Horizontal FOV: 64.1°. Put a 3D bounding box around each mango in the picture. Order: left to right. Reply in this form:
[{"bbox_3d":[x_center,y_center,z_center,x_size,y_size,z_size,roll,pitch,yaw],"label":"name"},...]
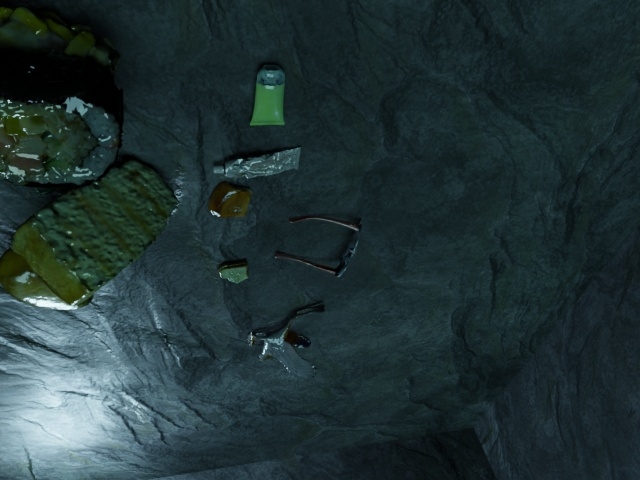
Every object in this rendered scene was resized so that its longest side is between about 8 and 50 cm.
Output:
[{"bbox_3d":[-0.823,0.117,1.542,0.177,0.175,0.329,17,158,8],"label":"mango"}]

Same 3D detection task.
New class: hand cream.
[{"bbox_3d":[-0.180,-0.220,1.474,0.257,0.050,0.084,-8,134,-14],"label":"hand cream"},{"bbox_3d":[-0.133,-0.372,1.331,0.095,0.045,0.175,-5,143,-15],"label":"hand cream"}]

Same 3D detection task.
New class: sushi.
[{"bbox_3d":[-0.593,-0.300,1.093,0.328,0.285,0.328,-4,150,-19],"label":"sushi"}]

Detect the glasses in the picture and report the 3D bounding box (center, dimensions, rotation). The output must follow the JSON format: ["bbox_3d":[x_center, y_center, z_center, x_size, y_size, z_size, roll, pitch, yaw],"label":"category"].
[{"bbox_3d":[0.000,0.000,1.772,0.269,0.118,0.234,19,131,-8],"label":"glasses"}]

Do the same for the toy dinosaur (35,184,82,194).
[{"bbox_3d":[-0.698,-0.161,1.363,0.132,0.059,0.096,-33,128,5],"label":"toy dinosaur"}]

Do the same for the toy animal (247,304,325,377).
[{"bbox_3d":[-0.144,0.385,2.066,0.302,0.225,0.284,3,116,-6],"label":"toy animal"}]

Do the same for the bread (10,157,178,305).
[{"bbox_3d":[-0.598,-0.023,1.367,0.264,0.395,0.239,-26,110,40],"label":"bread"}]

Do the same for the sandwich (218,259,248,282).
[{"bbox_3d":[-0.303,0.111,1.785,0.105,0.035,0.093,-5,137,-12],"label":"sandwich"}]

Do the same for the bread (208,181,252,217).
[{"bbox_3d":[-0.271,-0.115,1.556,0.126,0.044,0.129,5,130,-25],"label":"bread"}]
